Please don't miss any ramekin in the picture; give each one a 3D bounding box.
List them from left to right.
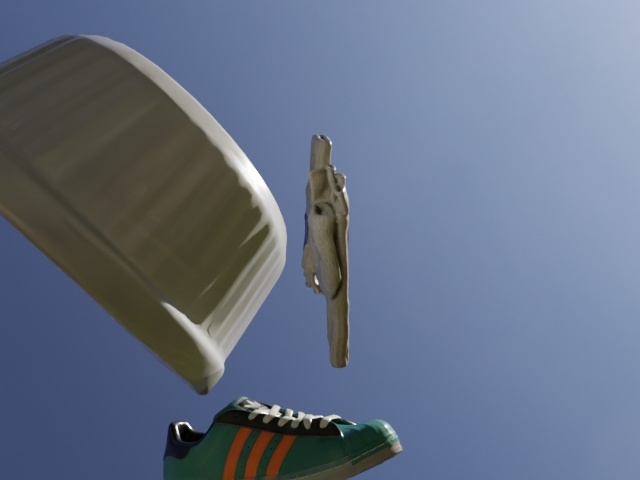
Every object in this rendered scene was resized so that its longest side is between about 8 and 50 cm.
[{"bbox_3d":[-0.145,-0.024,0.426,0.273,0.273,0.127,44,-109,-6],"label":"ramekin"}]

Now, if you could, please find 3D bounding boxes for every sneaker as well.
[{"bbox_3d":[-0.060,0.236,0.675,0.302,0.108,0.121,-18,-108,16],"label":"sneaker"}]

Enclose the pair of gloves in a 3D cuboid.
[{"bbox_3d":[0.000,0.000,0.646,0.042,0.240,0.204,-3,-65,-5],"label":"pair of gloves"}]
